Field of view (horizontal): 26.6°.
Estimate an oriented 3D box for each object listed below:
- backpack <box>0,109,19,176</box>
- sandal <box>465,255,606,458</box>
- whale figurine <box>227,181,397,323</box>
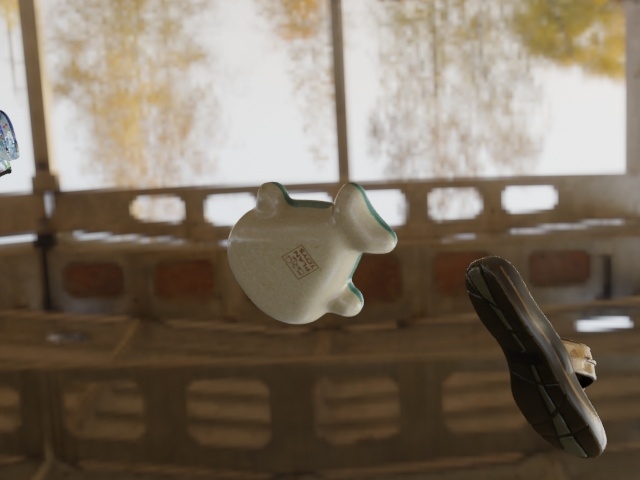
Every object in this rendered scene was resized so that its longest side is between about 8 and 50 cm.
[{"bbox_3d":[-0.476,-0.144,1.866,0.105,0.114,0.084,13,-144,32],"label":"backpack"},{"bbox_3d":[0.195,0.097,1.161,0.060,0.219,0.090,-37,-162,-23],"label":"sandal"},{"bbox_3d":[0.000,0.000,1.820,0.272,0.216,0.141,-31,-173,44],"label":"whale figurine"}]
